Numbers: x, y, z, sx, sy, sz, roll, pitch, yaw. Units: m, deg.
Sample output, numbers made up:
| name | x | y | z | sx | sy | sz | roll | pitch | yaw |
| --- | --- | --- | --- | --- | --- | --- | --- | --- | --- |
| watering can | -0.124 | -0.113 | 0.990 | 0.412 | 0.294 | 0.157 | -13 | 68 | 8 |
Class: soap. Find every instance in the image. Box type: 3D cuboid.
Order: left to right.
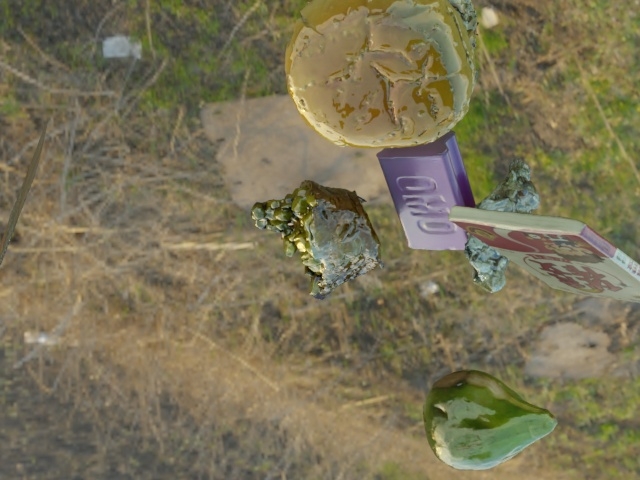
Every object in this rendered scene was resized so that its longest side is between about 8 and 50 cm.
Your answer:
| name | x | y | z | sx | sy | sz | roll | pitch | yaw |
| --- | --- | --- | --- | --- | --- | --- | --- | --- | --- |
| soap | 0.176 | -0.077 | 1.546 | 0.122 | 0.065 | 0.203 | 0 | 133 | 28 |

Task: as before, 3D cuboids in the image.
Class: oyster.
| name | x | y | z | sx | sy | sz | roll | pitch | yaw |
| --- | --- | --- | --- | --- | --- | --- | --- | --- | --- |
| oyster | 0.292 | -0.032 | 1.550 | 0.087 | 0.199 | 0.252 | 13 | -170 | 22 |

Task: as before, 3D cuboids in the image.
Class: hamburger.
| name | x | y | z | sx | sy | sz | roll | pitch | yaw |
| --- | --- | --- | --- | --- | --- | --- | --- | --- | --- |
| hamburger | 0.081 | -0.226 | 1.200 | 0.244 | 0.163 | 0.244 | 3 | 118 | 6 |

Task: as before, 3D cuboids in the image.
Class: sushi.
| name | x | y | z | sx | sy | sz | roll | pitch | yaw |
| --- | --- | --- | --- | --- | --- | --- | --- | --- | --- |
| sushi | -0.001 | -0.002 | 1.542 | 0.179 | 0.167 | 0.296 | -21 | 173 | -3 |

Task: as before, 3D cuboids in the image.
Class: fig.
| name | x | y | z | sx | sy | sz | roll | pitch | yaw |
| --- | --- | --- | --- | --- | --- | --- | --- | --- | --- |
| fig | 0.338 | 0.358 | 1.889 | 0.275 | 0.206 | 0.206 | -2 | 161 | 46 |

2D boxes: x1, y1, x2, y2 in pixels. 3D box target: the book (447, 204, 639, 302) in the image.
| name | x | y | z | sx | sy | sz | roll | pitch | yaw |
| --- | --- | --- | --- | --- | --- | --- | --- | --- | --- |
| book | 0.262 | 0.019 | 1.034 | 0.162 | 0.022 | 0.232 | 11 | 166 | 45 |

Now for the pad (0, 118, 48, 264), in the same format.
| name | x | y | z | sx | sy | sz | roll | pitch | yaw |
| --- | --- | --- | --- | --- | --- | --- | --- | --- | --- |
| pad | -0.470 | -0.094 | 1.445 | 0.055 | 0.323 | 0.250 | 8 | 122 | -36 |
